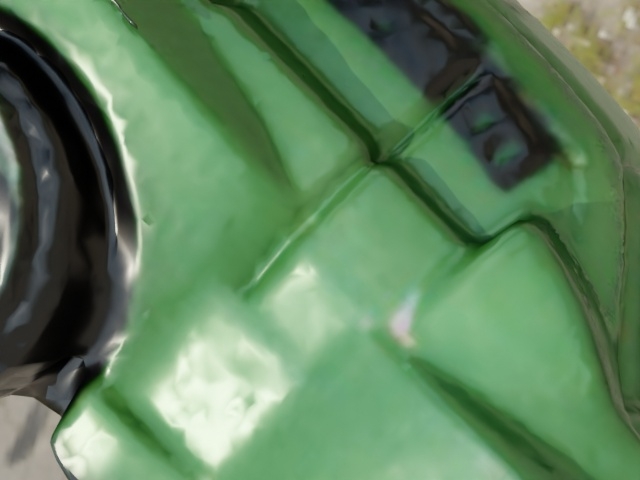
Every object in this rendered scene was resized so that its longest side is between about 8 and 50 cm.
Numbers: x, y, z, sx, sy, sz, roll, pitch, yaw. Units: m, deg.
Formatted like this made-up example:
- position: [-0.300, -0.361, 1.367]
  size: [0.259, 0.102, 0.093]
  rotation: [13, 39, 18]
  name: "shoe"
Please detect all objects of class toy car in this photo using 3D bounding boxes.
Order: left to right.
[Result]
- position: [0.000, 0.000, 0.449]
  size: [0.176, 0.359, 0.213]
  rotation: [-49, -15, 11]
  name: "toy car"
